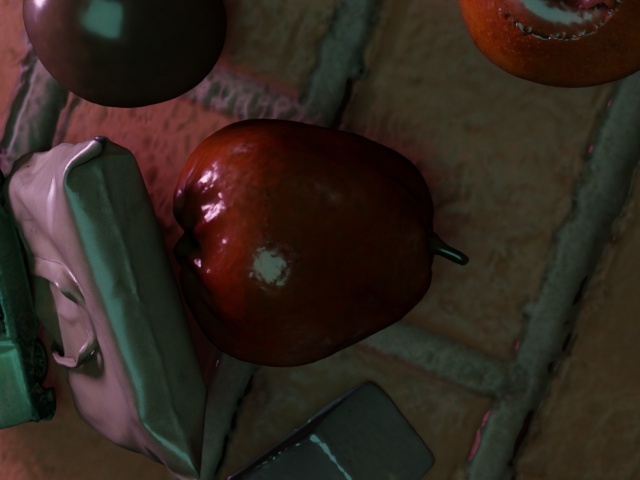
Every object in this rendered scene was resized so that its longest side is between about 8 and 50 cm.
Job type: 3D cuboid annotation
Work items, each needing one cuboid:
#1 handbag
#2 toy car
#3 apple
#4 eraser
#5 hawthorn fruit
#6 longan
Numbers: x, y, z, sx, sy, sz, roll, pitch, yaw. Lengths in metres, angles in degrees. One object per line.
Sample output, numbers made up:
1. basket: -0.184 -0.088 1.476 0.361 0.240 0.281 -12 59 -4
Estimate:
1. handbag: -0.193 0.058 1.832 0.109 0.253 0.316 -22 99 -23
2. toy car: -0.361 0.037 1.929 0.141 0.097 0.321 -9 101 18
3. apple: 0.222 -0.233 1.664 0.210 0.173 0.235 35 111 5
4. eraser: -0.059 0.277 1.921 0.352 0.077 0.111 -38 94 20
5. hawthorn fruit: 0.000 0.000 1.774 0.261 0.224 0.224 -2 104 -6
6. longan: -0.166 -0.216 1.790 0.185 0.159 0.204 42 72 -15
